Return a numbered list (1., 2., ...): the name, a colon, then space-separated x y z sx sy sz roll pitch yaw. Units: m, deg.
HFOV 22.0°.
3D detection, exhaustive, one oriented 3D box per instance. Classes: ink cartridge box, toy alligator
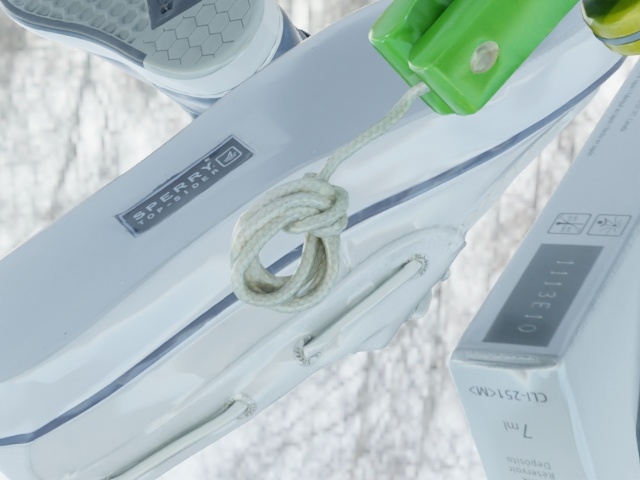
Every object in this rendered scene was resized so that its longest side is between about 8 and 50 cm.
1. ink cartridge box: 0.169 0.064 0.827 0.060 0.239 0.275 3 -142 33
2. toy alligator: 0.045 -0.064 0.338 0.189 0.056 0.051 -45 -153 5

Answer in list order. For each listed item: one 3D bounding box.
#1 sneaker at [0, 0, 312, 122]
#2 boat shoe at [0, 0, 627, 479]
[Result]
1. sneaker: -0.065 -0.097 0.845 0.226 0.163 0.086 37 -91 41
2. boat shoe: 0.000 0.000 0.560 0.267 0.088 0.096 -36 -145 -11
